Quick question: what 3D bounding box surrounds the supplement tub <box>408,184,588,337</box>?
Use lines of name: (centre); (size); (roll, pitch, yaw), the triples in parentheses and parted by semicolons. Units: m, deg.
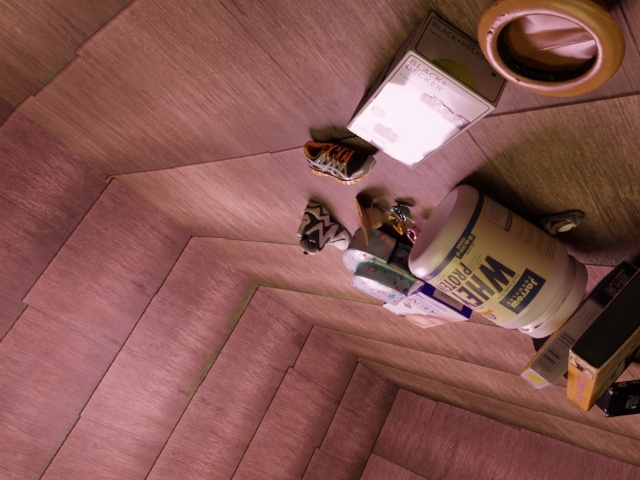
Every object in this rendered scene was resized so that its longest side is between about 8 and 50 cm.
supplement tub: (0.389, 0.049, 1.183); (0.325, 0.235, 0.235); (31, 161, -1)

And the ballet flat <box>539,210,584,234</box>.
ballet flat: (0.504, -0.034, 1.127); (0.041, 0.041, 0.114); (33, 161, -13)

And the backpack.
backpack: (0.192, 0.074, 1.629); (0.254, 0.191, 0.225); (32, 162, 4)

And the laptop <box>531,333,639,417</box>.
laptop: (0.820, 0.331, 1.464); (0.408, 0.236, 0.382); (-14, 148, 19)

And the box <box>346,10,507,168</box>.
box: (0.178, -0.250, 0.949); (0.169, 0.087, 0.290); (31, 160, -10)

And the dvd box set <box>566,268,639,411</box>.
dvd box set: (0.621, 0.182, 1.071); (0.062, 0.307, 0.420); (41, 174, 34)

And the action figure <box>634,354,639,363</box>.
action figure: (0.837, 0.301, 1.498); (0.232, 0.063, 0.137); (29, 162, 5)

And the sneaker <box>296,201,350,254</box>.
sneaker: (0.000, 0.000, 1.727); (0.094, 0.153, 0.235); (16, 157, 35)

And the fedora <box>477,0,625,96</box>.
fedora: (0.311, -0.278, 0.709); (0.194, 0.079, 0.194); (30, 166, 8)

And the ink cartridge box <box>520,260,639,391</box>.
ink cartridge box: (0.580, 0.207, 1.212); (0.072, 0.303, 0.307); (40, 176, 20)

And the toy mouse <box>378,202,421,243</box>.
toy mouse: (0.233, -0.049, 1.422); (0.161, 0.031, 0.143); (54, 167, 0)

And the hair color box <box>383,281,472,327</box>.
hair color box: (0.367, 0.204, 1.819); (0.185, 0.110, 0.339); (29, 163, -5)

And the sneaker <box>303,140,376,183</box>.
sneaker: (0.040, -0.196, 1.288); (0.215, 0.084, 0.083); (12, 150, 41)

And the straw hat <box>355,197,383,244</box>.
straw hat: (0.143, -0.063, 1.494); (0.061, 0.144, 0.144); (-14, 155, -1)
